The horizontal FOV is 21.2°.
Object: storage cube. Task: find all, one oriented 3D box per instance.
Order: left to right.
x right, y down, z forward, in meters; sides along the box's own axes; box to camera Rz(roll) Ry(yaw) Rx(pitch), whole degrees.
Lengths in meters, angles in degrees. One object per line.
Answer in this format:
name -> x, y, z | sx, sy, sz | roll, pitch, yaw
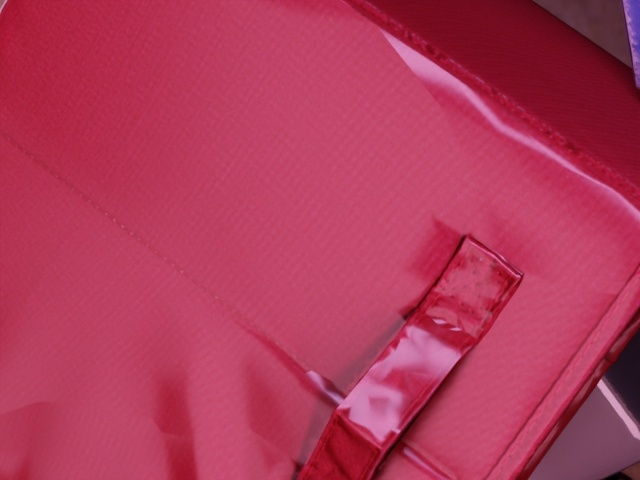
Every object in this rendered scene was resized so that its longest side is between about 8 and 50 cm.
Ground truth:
storage cube -> 0.000, 0.000, 0.537 | 0.193, 0.215, 0.183 | 37, 109, 12

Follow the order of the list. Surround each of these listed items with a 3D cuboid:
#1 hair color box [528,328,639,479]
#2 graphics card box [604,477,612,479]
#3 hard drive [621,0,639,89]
hair color box -> -0.011, 0.064, 0.790 | 0.374, 0.113, 0.185 | -35, 91, 42
graphics card box -> 0.177, 0.287, 0.697 | 0.371, 0.233, 0.094 | 42, 132, 9
hard drive -> 0.227, -0.168, 0.453 | 0.319, 0.040, 0.210 | -9, 111, 13
